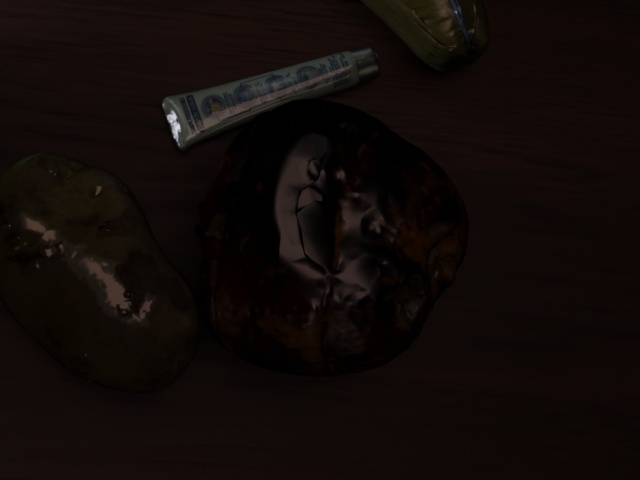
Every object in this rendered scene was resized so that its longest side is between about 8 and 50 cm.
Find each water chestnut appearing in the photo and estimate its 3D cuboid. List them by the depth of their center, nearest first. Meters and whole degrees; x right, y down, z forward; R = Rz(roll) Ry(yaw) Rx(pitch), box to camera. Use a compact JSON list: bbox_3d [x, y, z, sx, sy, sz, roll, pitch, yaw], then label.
[{"bbox_3d":[0.000,0.000,1.201,0.289,0.244,0.289,4,77,-18],"label":"water chestnut"}]

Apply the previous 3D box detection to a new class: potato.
[{"bbox_3d":[-0.227,0.037,1.187,0.165,0.165,0.262,-32,88,-14],"label":"potato"}]

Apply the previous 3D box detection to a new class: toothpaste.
[{"bbox_3d":[-0.050,-0.160,1.309,0.239,0.039,0.062,-19,83,-12],"label":"toothpaste"}]

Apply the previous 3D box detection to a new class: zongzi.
[{"bbox_3d":[0.048,-0.283,1.313,0.256,0.115,0.228,-12,90,-8],"label":"zongzi"}]
